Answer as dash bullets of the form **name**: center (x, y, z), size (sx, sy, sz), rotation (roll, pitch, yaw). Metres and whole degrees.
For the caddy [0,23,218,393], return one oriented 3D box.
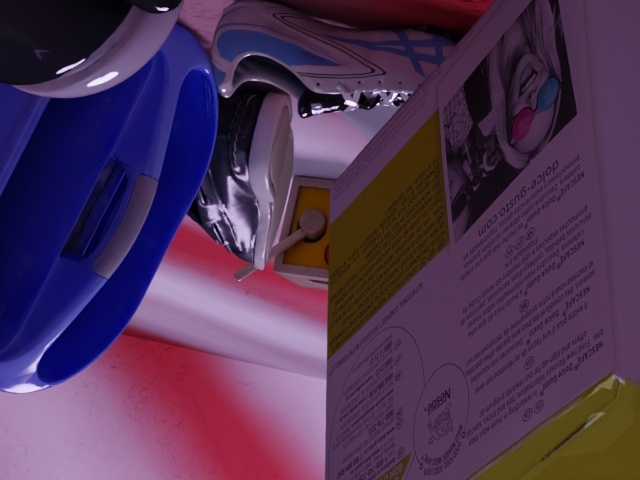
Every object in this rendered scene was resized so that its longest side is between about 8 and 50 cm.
- **caddy**: center (-0.219, -0.040, 1.549), size (0.179, 0.341, 0.241), rotation (26, 178, 31)

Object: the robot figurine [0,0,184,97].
- **robot figurine**: center (-0.200, -0.195, 1.116), size (0.173, 0.209, 0.278), rotation (-34, 147, 21)

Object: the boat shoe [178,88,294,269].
- **boat shoe**: center (-0.091, -0.062, 1.792), size (0.113, 0.127, 0.340), rotation (13, 168, 3)

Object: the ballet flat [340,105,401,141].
- **ballet flat**: center (0.190, -0.055, 1.505), size (0.400, 0.139, 0.139), rotation (10, 169, 15)

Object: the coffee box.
- **coffee box**: center (0.223, 0.058, 1.218), size (0.338, 0.334, 0.338), rotation (17, 144, -23)

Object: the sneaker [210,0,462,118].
- **sneaker**: center (0.031, -0.128, 1.425), size (0.237, 0.086, 0.085), rotation (10, 168, 5)

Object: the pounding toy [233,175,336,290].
- **pounding toy**: center (0.000, 0.000, 1.995), size (0.141, 0.130, 0.100), rotation (7, 168, 26)
